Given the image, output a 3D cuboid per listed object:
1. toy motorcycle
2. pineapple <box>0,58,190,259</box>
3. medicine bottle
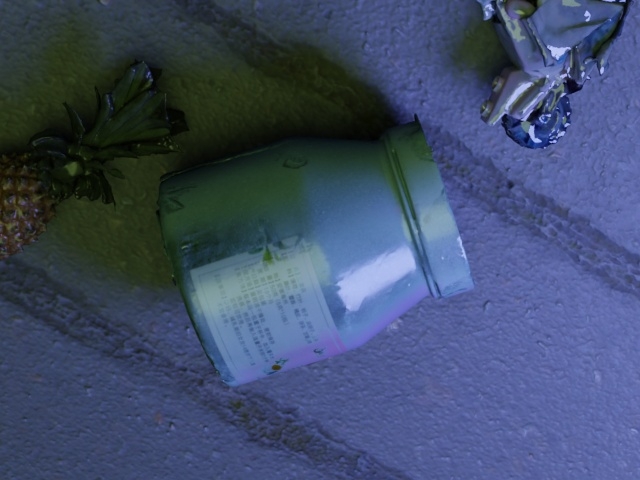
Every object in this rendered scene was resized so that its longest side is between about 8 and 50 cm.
[{"bbox_3d":[0.214,-0.234,1.562,0.204,0.108,0.239,22,86,-17],"label":"toy motorcycle"},{"bbox_3d":[-0.275,-0.091,1.597,0.277,0.119,0.130,-29,68,8],"label":"pineapple"},{"bbox_3d":[0.000,0.000,1.577,0.290,0.245,0.245,-19,113,5],"label":"medicine bottle"}]
